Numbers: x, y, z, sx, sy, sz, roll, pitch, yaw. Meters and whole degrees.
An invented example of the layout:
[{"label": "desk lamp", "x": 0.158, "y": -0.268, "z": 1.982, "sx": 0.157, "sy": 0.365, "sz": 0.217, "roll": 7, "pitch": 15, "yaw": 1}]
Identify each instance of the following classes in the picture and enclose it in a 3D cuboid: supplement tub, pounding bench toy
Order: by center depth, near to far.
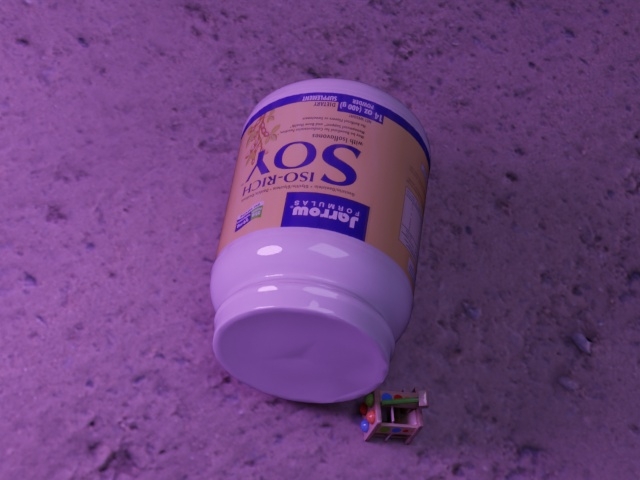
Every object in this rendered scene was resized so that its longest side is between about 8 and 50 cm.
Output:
[{"label": "pounding bench toy", "x": 0.086, "y": 0.199, "z": 1.801, "sx": 0.065, "sy": 0.083, "sz": 0.052, "roll": 7, "pitch": 56, "yaw": -16}, {"label": "supplement tub", "x": 0.000, "y": 0.000, "z": 1.806, "sx": 0.241, "sy": 0.241, "sz": 0.331, "roll": 16, "pitch": 53, "yaw": -9}]
